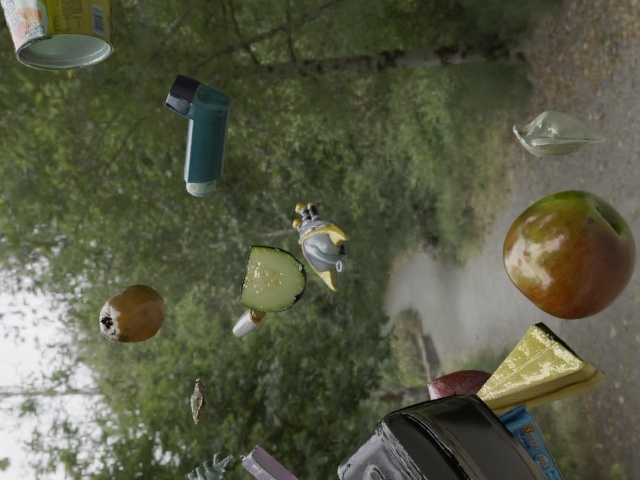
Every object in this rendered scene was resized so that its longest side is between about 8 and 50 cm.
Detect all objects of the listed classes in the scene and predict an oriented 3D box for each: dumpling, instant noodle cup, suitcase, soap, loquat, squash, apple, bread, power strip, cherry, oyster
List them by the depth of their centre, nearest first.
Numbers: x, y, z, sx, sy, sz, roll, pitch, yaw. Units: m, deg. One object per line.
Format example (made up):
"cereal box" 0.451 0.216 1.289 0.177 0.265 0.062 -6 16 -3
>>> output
"suitcase" 0.239 0.429 1.268 0.434 0.194 0.283 5 -140 -54
"soap" 0.434 0.508 1.527 0.077 0.156 0.293 52 -166 -78
"oyster" -0.258 0.341 1.531 0.051 0.034 0.093 -172 89 -75
"instant noodle cup" -0.568 -0.499 1.561 0.264 0.264 0.200 39 -140 -85
"power strip" -0.066 0.573 1.639 0.037 0.279 0.109 -47 -10 -32
"bread" 0.519 0.354 1.701 0.167 0.264 0.163 30 -170 -44
"apple" 0.661 0.035 1.896 0.339 0.339 0.340 -5 -90 -86
"dumpling" 0.643 -0.283 1.967 0.179 0.252 0.131 -24 -52 -56
"cherry" 0.432 0.484 2.059 0.239 0.239 0.206 -91 -17 -50
"squash" -0.129 0.121 2.080 0.085 0.184 0.192 71 -149 -80
"loquat" -0.587 0.235 2.237 0.234 0.176 0.187 -23 -32 -57

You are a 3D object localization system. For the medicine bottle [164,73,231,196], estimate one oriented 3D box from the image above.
"medicine bottle" -0.250 -0.207 1.456 0.079 0.124 0.258 -86 5 -47

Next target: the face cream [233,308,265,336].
"face cream" -0.246 0.278 2.457 0.182 0.051 0.072 -42 50 48

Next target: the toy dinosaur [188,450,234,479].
"toy dinosaur" -0.294 0.599 1.765 0.082 0.209 0.039 55 179 16

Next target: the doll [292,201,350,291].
"doll" 0.000 -0.004 1.834 0.145 0.103 0.316 -55 30 12
